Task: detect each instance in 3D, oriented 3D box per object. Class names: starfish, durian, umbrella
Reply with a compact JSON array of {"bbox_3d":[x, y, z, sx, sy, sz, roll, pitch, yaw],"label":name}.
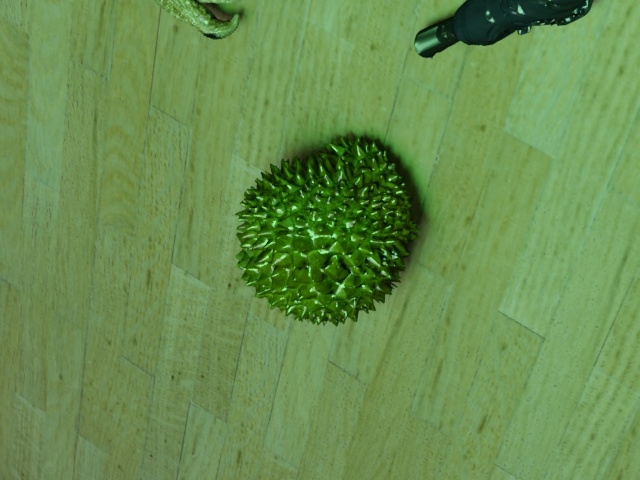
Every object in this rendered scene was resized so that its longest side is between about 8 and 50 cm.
[{"bbox_3d":[-0.185,-0.310,1.901,0.238,0.071,0.216,45,136,9],"label":"starfish"},{"bbox_3d":[0.000,-0.001,1.939,0.200,0.176,0.237,60,154,11],"label":"durian"},{"bbox_3d":[0.173,-0.217,1.668,0.248,0.071,0.071,-21,109,47],"label":"umbrella"}]
